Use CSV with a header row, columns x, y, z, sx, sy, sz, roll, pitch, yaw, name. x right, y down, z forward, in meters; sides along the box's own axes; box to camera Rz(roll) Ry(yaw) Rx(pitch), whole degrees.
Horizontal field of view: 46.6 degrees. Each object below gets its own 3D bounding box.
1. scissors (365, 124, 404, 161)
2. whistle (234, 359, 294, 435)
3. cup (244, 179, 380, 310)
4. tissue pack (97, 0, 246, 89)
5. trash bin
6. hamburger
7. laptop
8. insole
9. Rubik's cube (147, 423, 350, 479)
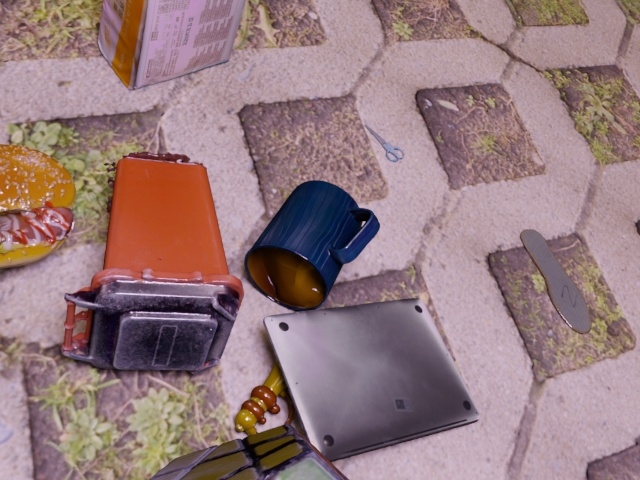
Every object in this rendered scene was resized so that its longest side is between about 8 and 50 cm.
x,y,z,sx,sy,sz,roll,pitch,yaw,name
0.100,-0.159,1.191,0.036,0.006,0.083,-32,72,-37,scissors
-0.058,0.190,0.879,0.046,0.057,0.109,7,49,41,whistle
-0.001,0.007,0.963,0.150,0.113,0.138,15,48,18,cup
-0.209,-0.353,1.065,0.185,0.225,0.124,-24,68,-33,tissue pack
-0.201,0.023,0.864,0.184,0.161,0.239,3,49,-20,trash bin
-0.388,-0.041,0.851,0.210,0.116,0.173,-9,58,-26,hamburger
0.070,0.161,0.922,0.269,0.015,0.188,-3,57,-37,laptop
0.364,0.060,1.145,0.064,0.004,0.188,-10,62,-28,insole
-0.050,0.320,0.640,0.264,0.319,0.319,17,47,-44,Rubik's cube
